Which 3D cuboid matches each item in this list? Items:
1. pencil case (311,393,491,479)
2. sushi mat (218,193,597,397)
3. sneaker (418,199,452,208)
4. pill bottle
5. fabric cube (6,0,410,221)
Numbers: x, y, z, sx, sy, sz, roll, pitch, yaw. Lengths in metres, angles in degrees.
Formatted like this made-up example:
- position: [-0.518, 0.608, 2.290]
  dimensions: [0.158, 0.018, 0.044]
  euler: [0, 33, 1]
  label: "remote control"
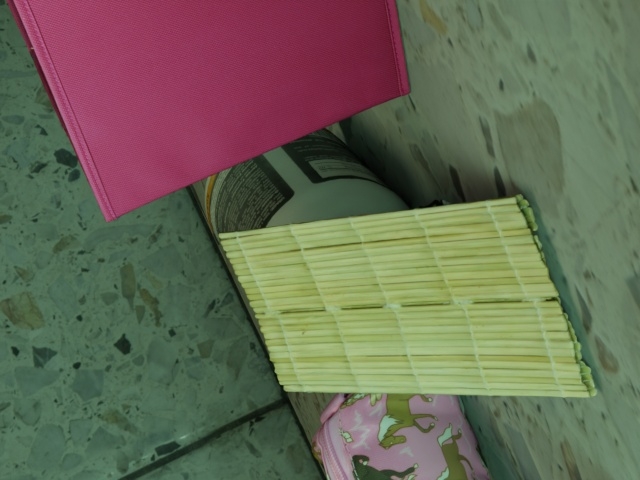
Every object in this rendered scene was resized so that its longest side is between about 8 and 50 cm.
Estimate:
- position: [0.109, 0.311, 1.236]
  dimensions: [0.167, 0.160, 0.386]
  euler: [59, -169, -54]
  label: "pencil case"
- position: [0.053, 0.049, 0.999]
  dimensions: [0.317, 0.019, 0.151]
  euler: [-6, 109, 47]
  label: "sushi mat"
- position: [0.097, -0.007, 1.038]
  dimensions: [0.109, 0.040, 0.043]
  euler: [-160, 49, -77]
  label: "sneaker"
- position: [0.000, 0.000, 1.232]
  dimensions: [0.278, 0.162, 0.162]
  euler: [-129, 17, -60]
  label: "pill bottle"
- position: [-0.114, -0.221, 1.020]
  dimensions: [0.259, 0.258, 0.254]
  euler: [57, 168, 44]
  label: "fabric cube"
